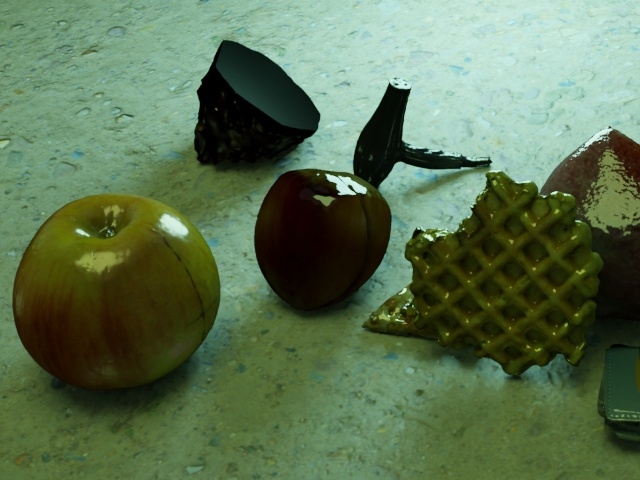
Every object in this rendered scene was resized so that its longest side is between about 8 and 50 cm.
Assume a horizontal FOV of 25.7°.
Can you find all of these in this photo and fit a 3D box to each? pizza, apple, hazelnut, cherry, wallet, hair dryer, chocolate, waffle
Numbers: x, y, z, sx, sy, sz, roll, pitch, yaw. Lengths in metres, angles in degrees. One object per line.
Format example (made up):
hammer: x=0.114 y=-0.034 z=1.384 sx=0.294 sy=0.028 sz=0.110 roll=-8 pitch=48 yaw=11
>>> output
pizza: x=0.141 y=0.083 z=1.947 sx=0.176 sy=0.036 sz=0.185 roll=-7 pitch=37 yaw=6
apple: x=-0.280 y=0.067 z=1.922 sx=0.286 sy=0.233 sz=0.286 roll=-7 pitch=37 yaw=5
hazelnut: x=0.000 y=0.000 z=1.993 sx=0.208 sy=0.208 sz=0.208 roll=-8 pitch=38 yaw=6
cherry: x=0.386 y=-0.011 z=1.843 sx=0.239 sy=0.206 sz=0.239 roll=-15 pitch=54 yaw=21
wallet: x=0.459 y=0.184 z=1.709 sx=0.230 sy=0.069 sz=0.170 roll=2 pitch=35 yaw=15
hair dryer: x=0.168 y=-0.151 z=2.163 sx=0.219 sy=0.196 sz=0.075 roll=8 pitch=40 yaw=-15
chocolate: x=-0.131 y=-0.192 z=2.319 sx=0.177 sy=0.206 sz=0.224 roll=-49 pitch=16 yaw=25
waffle: x=0.227 y=0.044 z=1.781 sx=0.291 sy=0.291 sz=0.051 roll=8 pitch=26 yaw=24
